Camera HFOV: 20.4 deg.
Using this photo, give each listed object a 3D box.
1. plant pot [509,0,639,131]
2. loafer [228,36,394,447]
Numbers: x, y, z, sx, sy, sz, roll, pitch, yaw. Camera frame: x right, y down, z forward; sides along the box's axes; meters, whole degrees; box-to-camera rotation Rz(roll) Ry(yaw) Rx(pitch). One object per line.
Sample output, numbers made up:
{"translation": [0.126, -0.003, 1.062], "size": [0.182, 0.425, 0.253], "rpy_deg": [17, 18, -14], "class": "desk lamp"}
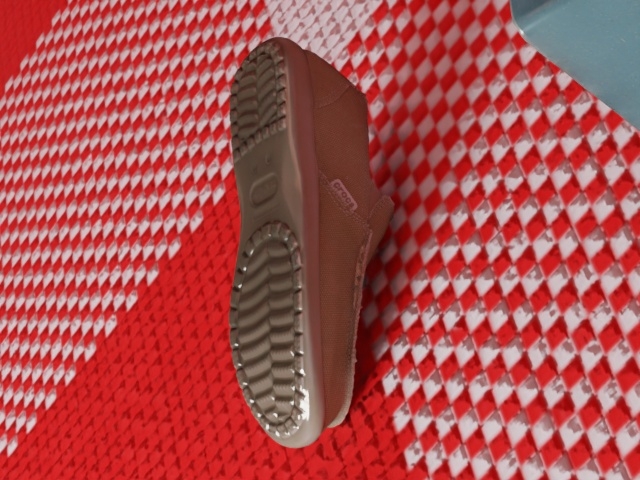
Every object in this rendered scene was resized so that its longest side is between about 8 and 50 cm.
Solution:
{"translation": [0.229, -0.175, 0.853], "size": [0.234, 0.165, 0.165], "rpy_deg": [-29, 45, 34], "class": "plant pot"}
{"translation": [0.000, 0.000, 1.153], "size": [0.102, 0.092, 0.268], "rpy_deg": [-18, 70, 57], "class": "loafer"}
